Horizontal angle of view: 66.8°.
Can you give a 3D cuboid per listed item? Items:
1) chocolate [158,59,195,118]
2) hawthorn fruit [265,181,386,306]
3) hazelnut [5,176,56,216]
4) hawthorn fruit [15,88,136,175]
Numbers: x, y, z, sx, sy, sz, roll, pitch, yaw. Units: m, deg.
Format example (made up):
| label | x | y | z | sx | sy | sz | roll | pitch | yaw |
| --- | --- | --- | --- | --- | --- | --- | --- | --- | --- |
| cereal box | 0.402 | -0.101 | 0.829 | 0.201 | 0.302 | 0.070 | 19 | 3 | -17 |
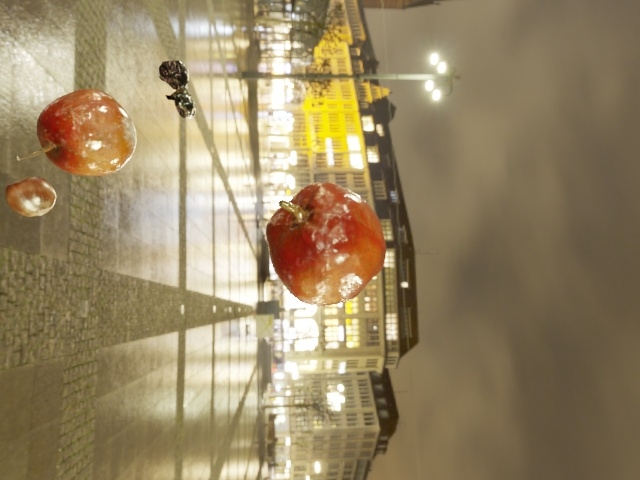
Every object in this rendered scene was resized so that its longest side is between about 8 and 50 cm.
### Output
| label | x | y | z | sx | sy | sz | roll | pitch | yaw |
| --- | --- | --- | --- | --- | --- | --- | --- | --- | --- |
| chocolate | -0.298 | -0.308 | 1.014 | 0.072 | 0.070 | 0.147 | 36 | 33 | -56 |
| hawthorn fruit | 0.000 | 0.000 | 0.809 | 0.253 | 0.205 | 0.205 | 39 | 44 | -59 |
| hazelnut | -0.576 | -0.087 | 0.969 | 0.086 | 0.086 | 0.086 | 179 | -90 | -85 |
| hawthorn fruit | -0.632 | -0.288 | 1.292 | 0.235 | 0.262 | 0.232 | 4 | -94 | 63 |
